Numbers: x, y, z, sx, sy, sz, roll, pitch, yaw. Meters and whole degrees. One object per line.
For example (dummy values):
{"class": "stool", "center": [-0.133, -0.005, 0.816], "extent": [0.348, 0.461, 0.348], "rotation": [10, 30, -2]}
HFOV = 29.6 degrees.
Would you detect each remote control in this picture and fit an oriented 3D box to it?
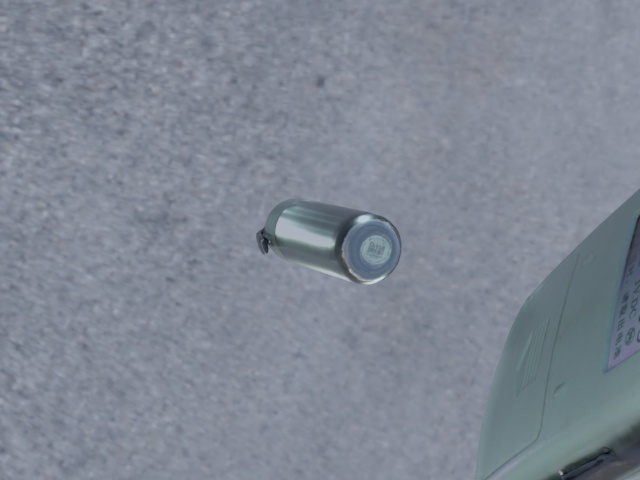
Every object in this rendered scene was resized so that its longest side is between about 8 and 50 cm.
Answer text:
{"class": "remote control", "center": [0.148, 0.038, 0.535], "extent": [0.056, 0.296, 0.140], "rotation": [24, 60, -5]}

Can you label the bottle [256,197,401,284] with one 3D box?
{"class": "bottle", "center": [0.000, 0.000, 1.366], "extent": [0.096, 0.254, 0.079], "rotation": [-23, 105, -18]}
